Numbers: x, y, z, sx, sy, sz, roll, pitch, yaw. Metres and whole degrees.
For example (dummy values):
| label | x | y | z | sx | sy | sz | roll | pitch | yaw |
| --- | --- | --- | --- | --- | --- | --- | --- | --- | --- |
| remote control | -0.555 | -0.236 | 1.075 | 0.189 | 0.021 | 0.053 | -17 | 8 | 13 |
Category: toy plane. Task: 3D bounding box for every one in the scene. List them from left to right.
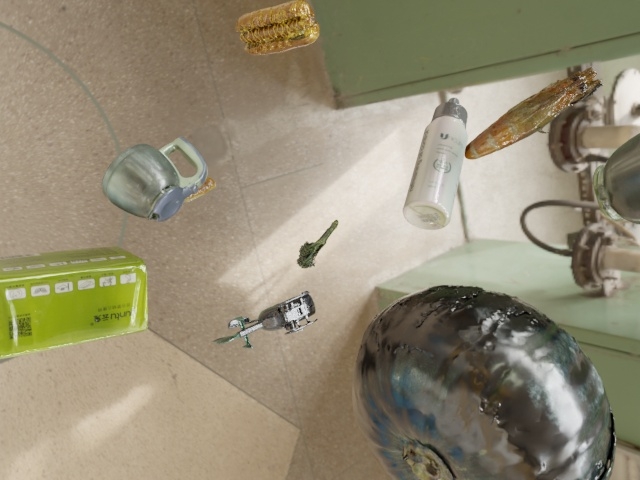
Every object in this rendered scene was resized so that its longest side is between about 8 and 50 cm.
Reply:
| label | x | y | z | sx | sy | sz | roll | pitch | yaw |
| --- | --- | --- | --- | --- | --- | --- | --- | --- | --- |
| toy plane | -0.146 | 0.242 | 1.677 | 0.382 | 0.155 | 0.106 | -23 | 97 | -36 |

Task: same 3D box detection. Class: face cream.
| label | x | y | z | sx | sy | sz | roll | pitch | yaw |
| --- | --- | --- | --- | --- | --- | --- | --- | --- | --- |
| face cream | 0.238 | -0.168 | 1.079 | 0.092 | 0.092 | 0.311 | 40 | 55 | -31 |

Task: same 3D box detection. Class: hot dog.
| label | x | y | z | sx | sy | sz | roll | pitch | yaw |
| --- | --- | --- | --- | --- | --- | --- | --- | --- | --- |
| hot dog | -0.298 | -0.115 | 1.248 | 0.044 | 0.028 | 0.137 | 43 | 49 | 16 |
| hot dog | -0.067 | -0.331 | 0.858 | 0.045 | 0.165 | 0.071 | -44 | 125 | -34 |

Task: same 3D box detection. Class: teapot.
| label | x | y | z | sx | sy | sz | roll | pitch | yaw |
| --- | --- | --- | --- | --- | --- | --- | --- | --- | --- |
| teapot | -0.257 | -0.087 | 0.873 | 0.149 | 0.108 | 0.111 | -34 | 158 | -50 |
| teapot | 0.305 | -0.049 | 0.494 | 0.124 | 0.091 | 0.092 | 17 | 68 | -32 |

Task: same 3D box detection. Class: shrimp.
| label | x | y | z | sx | sy | sz | roll | pitch | yaw |
| --- | --- | --- | --- | --- | --- | --- | --- | --- | --- |
| shrimp | 0.360 | -0.211 | 0.949 | 0.068 | 0.249 | 0.150 | 58 | 37 | -5 |

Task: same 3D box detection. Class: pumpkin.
| label | x | y | z | sx | sy | sz | roll | pitch | yaw |
| --- | --- | --- | --- | --- | --- | --- | --- | --- | --- |
| pumpkin | 0.132 | 0.147 | 0.483 | 0.163 | 0.233 | 0.233 | -37 | 114 | -28 |

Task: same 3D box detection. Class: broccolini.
| label | x | y | z | sx | sy | sz | roll | pitch | yaw |
| --- | --- | --- | --- | --- | --- | --- | --- | --- | --- |
| broccolini | -0.012 | -0.002 | 1.464 | 0.058 | 0.201 | 0.073 | 10 | 50 | -18 |

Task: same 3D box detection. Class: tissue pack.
| label | x | y | z | sx | sy | sz | roll | pitch | yaw |
| --- | --- | --- | --- | --- | --- | --- | --- | --- | --- |
| tissue pack | -0.516 | 0.112 | 1.098 | 0.275 | 0.200 | 0.167 | -5 | 104 | -38 |
